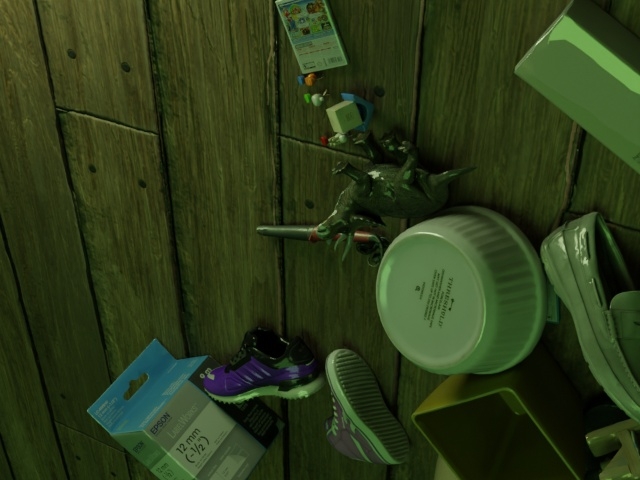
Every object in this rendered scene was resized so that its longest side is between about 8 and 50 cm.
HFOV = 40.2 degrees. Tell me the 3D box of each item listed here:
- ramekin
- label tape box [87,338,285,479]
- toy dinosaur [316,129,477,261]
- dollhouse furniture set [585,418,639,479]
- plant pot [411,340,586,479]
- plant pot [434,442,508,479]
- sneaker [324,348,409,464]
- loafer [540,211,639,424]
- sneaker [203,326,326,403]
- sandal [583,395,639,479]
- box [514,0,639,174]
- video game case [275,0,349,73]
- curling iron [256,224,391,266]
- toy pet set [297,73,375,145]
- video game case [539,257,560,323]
[{"bbox_3d":[0.205,0.084,1.361,0.272,0.127,0.273,9,103,45],"label":"ramekin"},{"bbox_3d":[-0.281,0.383,1.876,0.347,0.249,0.115,43,134,-3],"label":"label tape box"},{"bbox_3d":[0.124,-0.088,1.390,0.313,0.121,0.160,-13,126,33],"label":"toy dinosaur"},{"bbox_3d":[0.594,0.468,1.264,0.256,0.362,0.394,-21,142,13],"label":"dollhouse furniture set"},{"bbox_3d":[0.321,0.289,1.468,0.212,0.187,0.212,-28,104,42],"label":"plant pot"},{"bbox_3d":[0.326,0.501,1.619,0.284,0.191,0.284,16,129,21],"label":"plant pot"},{"bbox_3d":[0.047,0.340,1.744,0.161,0.102,0.282,-9,117,40],"label":"sneaker"},{"bbox_3d":[0.422,0.108,1.240,0.111,0.112,0.320,-43,60,40],"label":"loafer"},{"bbox_3d":[-0.132,0.245,1.796,0.293,0.102,0.146,-10,110,33],"label":"sneaker"},{"bbox_3d":[0.530,0.464,1.519,0.167,0.107,0.446,6,125,29],"label":"sandal"},{"bbox_3d":[0.398,-0.186,1.134,0.275,0.094,0.113,41,134,1],"label":"box"},{"bbox_3d":[-0.012,-0.322,1.352,0.087,0.011,0.122,-4,120,35],"label":"video game case"},{"bbox_3d":[0.000,0.000,1.565,0.273,0.035,0.068,8,126,27],"label":"curling iron"},{"bbox_3d":[0.032,-0.214,1.388,0.114,0.065,0.122,28,142,64],"label":"toy pet set"},{"bbox_3d":[0.309,0.074,1.437,0.166,0.015,0.119,7,126,28],"label":"video game case"}]
